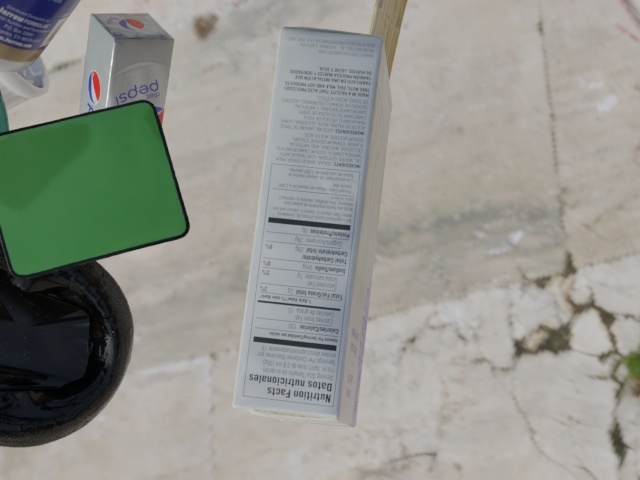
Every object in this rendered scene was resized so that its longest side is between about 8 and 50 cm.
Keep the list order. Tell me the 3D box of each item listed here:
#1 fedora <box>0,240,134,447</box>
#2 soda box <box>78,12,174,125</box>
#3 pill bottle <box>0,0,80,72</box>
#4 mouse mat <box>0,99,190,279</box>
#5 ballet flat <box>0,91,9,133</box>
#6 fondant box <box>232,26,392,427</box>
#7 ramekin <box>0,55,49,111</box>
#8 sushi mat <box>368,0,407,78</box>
[{"bbox_3d":[-0.434,0.123,1.987,0.334,0.334,0.152,-62,23,0],"label":"fedora"},{"bbox_3d":[-0.279,-0.168,1.990,0.098,0.091,0.286,46,133,47],"label":"soda box"},{"bbox_3d":[-0.222,-0.276,1.129,0.265,0.153,0.153,-49,54,19],"label":"pill bottle"},{"bbox_3d":[-0.240,-0.054,1.452,0.189,0.007,0.153,-15,83,-14],"label":"mouse mat"},{"bbox_3d":[-0.429,-0.183,1.628,0.106,0.107,0.316,20,125,38],"label":"ballet flat"},{"bbox_3d":[0.000,0.000,1.303,0.096,0.238,0.330,7,82,6],"label":"fondant box"},{"bbox_3d":[-0.556,-0.310,2.213,0.135,0.277,0.277,-33,58,7],"label":"ramekin"},{"bbox_3d":[0.059,-0.175,1.546,0.019,0.151,0.317,12,93,13],"label":"sushi mat"}]
